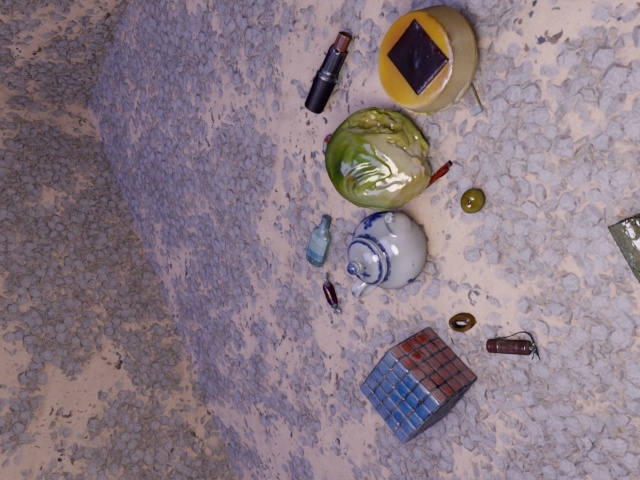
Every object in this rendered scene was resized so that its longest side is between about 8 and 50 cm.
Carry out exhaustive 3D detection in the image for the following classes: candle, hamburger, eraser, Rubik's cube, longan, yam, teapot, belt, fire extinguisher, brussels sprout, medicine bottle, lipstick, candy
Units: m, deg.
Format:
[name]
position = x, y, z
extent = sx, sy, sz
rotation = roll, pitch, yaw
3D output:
[candle]
position = 0.349, -0.188, 1.661
extent = 0.167, 0.021, 0.026
rotation = -45, 68, 43
[hamburger]
position = 0.302, -0.504, 1.506
extent = 0.300, 0.176, 0.301
rotation = 14, 110, 44
[eraser]
position = 0.430, -0.397, 1.517
extent = 0.038, 0.019, 0.083
rotation = -28, 81, 46
[Rubik's cube]
position = 0.311, 0.465, 1.728
extent = 0.237, 0.238, 0.237
rotation = 49, 131, 27
[longan]
position = 0.436, -0.113, 1.544
extent = 0.075, 0.083, 0.075
rotation = 12, 112, 33
[yam]
position = 0.760, 0.030, 1.230
extent = 0.107, 0.107, 0.194
rotation = -34, 77, 46
[teapot]
position = 0.191, 0.044, 1.693
extent = 0.252, 0.279, 0.424
rotation = 47, 143, 24
[belt]
position = 0.444, 0.259, 1.679
extent = 0.083, 0.036, 0.059
rotation = -18, 89, 48
[fire extinguisher]
position = 0.565, 0.304, 1.562
extent = 0.157, 0.045, 0.078
rotation = -8, 74, 48
[brussels sprout]
position = 0.167, -0.245, 1.656
extent = 0.343, 0.268, 0.345
rotation = 8, 102, 39
[medicine bottle]
position = 0.000, 0.000, 2.060
extent = 0.090, 0.053, 0.209
rotation = 38, 125, 35
[lipstick]
position = 0.027, -0.577, 1.845
extent = 0.081, 0.081, 0.300
rotation = 49, 133, 25
[candy]
position = 0.039, 0.210, 2.087
extent = 0.045, 0.043, 0.175
rotation = -24, 84, 57

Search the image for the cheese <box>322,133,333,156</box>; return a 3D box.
[cheese]
position = 0.051, -0.346, 1.917
extent = 0.145, 0.038, 0.095
rotation = -40, 72, 46
